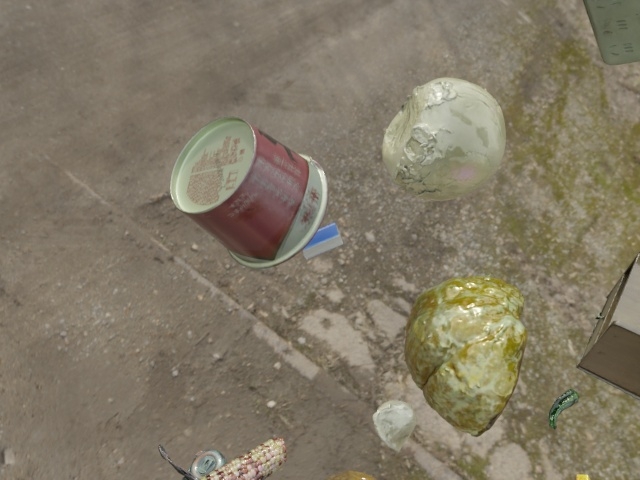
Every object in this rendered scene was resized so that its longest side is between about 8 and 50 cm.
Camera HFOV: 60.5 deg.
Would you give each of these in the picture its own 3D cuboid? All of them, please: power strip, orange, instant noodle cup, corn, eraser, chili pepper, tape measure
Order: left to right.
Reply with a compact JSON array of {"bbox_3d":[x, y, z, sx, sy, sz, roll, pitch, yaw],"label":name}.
[{"bbox_3d":[-0.319,0.561,1.405,0.107,0.104,0.179,-52,123,-31],"label":"tape measure"},{"bbox_3d":[-0.193,0.582,1.352,0.281,0.092,0.092,-19,72,-36],"label":"corn"},{"bbox_3d":[-0.129,-0.089,0.935,0.178,0.235,0.234,36,41,-49],"label":"instant noodle cup"},{"bbox_3d":[0.000,0.000,1.121,0.063,0.085,0.027,-105,171,-61],"label":"eraser"},{"bbox_3d":[0.294,0.203,1.167,0.210,0.271,0.368,38,31,-9],"label":"orange"},{"bbox_3d":[0.546,0.367,1.225,0.118,0.035,0.055,-36,116,-35],"label":"chili pepper"},{"bbox_3d":[0.593,-0.418,0.987,0.265,0.194,0.059,28,68,-49],"label":"power strip"}]

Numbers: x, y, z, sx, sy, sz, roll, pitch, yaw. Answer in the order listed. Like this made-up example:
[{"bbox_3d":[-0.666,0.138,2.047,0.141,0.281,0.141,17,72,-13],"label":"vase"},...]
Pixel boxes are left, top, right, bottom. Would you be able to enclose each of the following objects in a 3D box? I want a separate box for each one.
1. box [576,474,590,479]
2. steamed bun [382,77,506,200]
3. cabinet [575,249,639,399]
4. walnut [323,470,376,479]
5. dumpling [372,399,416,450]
[{"bbox_3d":[0.774,0.841,1.585,0.152,0.044,0.269,58,38,-27],"label":"box"},{"bbox_3d":[0.348,-0.247,1.487,0.312,0.333,0.232,12,47,-14],"label":"steamed bun"},{"bbox_3d":[0.554,0.143,0.925,0.148,0.215,0.174,27,66,22],"label":"cabinet"},{"bbox_3d":[0.072,0.696,1.472,0.238,0.204,0.141,-24,76,-16],"label":"walnut"},{"bbox_3d":[0.236,0.582,1.724,0.181,0.111,0.154,-3,79,-21],"label":"dumpling"}]
